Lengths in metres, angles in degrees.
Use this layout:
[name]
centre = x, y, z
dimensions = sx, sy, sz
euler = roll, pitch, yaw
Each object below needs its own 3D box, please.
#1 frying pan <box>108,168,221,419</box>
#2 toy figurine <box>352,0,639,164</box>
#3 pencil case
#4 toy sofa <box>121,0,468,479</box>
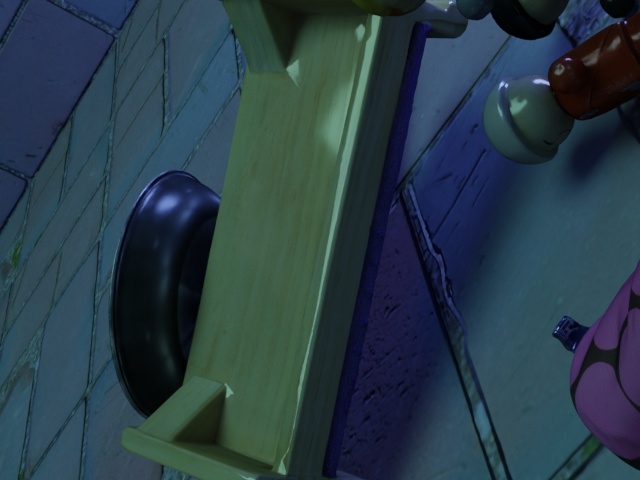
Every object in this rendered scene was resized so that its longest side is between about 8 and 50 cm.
[frying pan]
centre = -0.084, 0.062, 1.032
dimensions = 0.053, 0.326, 0.197
euler = 3, 74, 21
[toy figurine]
centre = 0.122, -0.179, 0.786
dimensions = 0.148, 0.209, 0.213
euler = -31, 35, 37
[pencil case]
centre = 0.168, 0.018, 0.520
dimensions = 0.098, 0.095, 0.209
euler = -59, -7, -30
[toy sofa]
centre = 0.000, 0.000, 0.894
dimensions = 0.150, 0.177, 0.363
euler = 9, 86, 45
